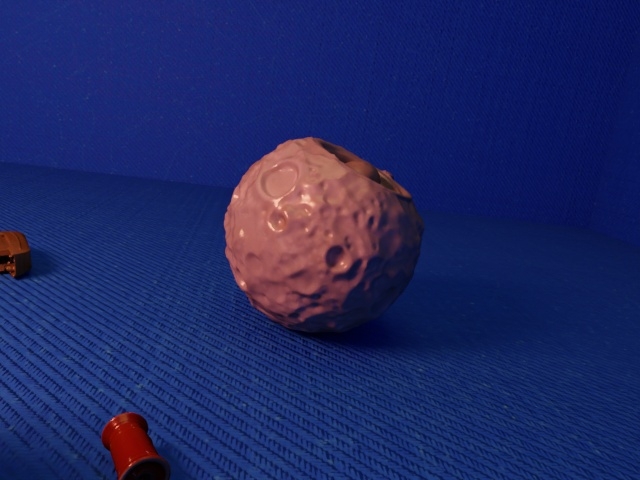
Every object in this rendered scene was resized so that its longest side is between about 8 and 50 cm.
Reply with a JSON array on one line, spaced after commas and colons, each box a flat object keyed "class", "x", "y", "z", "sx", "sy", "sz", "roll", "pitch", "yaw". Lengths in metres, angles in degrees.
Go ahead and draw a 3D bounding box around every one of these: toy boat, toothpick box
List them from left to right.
[{"class": "toy boat", "x": -0.607, "y": 0.021, "z": 0.995, "sx": 0.077, "sy": 0.057, "sz": 0.200, "roll": -8, "pitch": 20, "yaw": -33}, {"class": "toothpick box", "x": -0.176, "y": 0.202, "z": 0.489, "sx": 0.047, "sy": 0.047, "sz": 0.083, "roll": -1, "pitch": 15, "yaw": -33}]

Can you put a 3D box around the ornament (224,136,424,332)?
[{"class": "ornament", "x": 0.000, "y": 0.000, "z": 0.882, "sx": 0.337, "sy": 0.337, "sz": 0.337, "roll": 7, "pitch": 13, "yaw": -2}]
